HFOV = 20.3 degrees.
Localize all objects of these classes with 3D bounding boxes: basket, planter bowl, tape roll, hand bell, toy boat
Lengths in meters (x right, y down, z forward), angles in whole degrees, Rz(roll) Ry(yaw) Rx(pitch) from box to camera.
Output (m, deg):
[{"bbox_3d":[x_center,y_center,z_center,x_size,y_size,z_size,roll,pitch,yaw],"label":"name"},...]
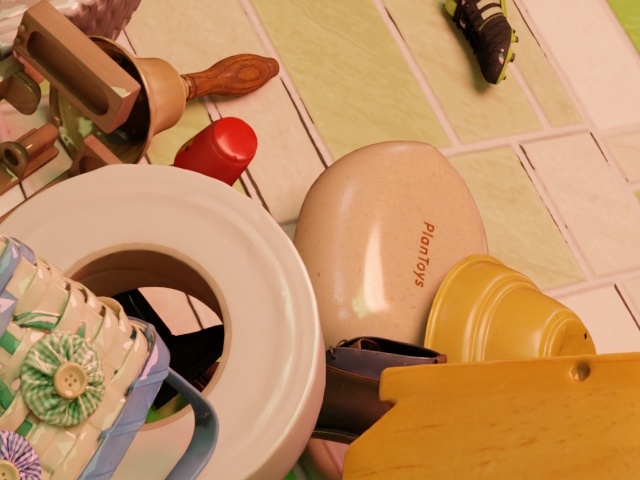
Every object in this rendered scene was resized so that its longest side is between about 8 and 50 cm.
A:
[{"bbox_3d":[-0.206,0.145,1.162,0.254,0.201,0.289,-59,137,-22],"label":"basket"},{"bbox_3d":[0.181,0.118,1.551,0.217,0.090,0.217,8,81,-55],"label":"planter bowl"},{"bbox_3d":[-0.139,0.088,1.382,0.286,0.100,0.286,-1,70,2],"label":"tape roll"},{"bbox_3d":[-0.123,-0.144,1.667,0.242,0.126,0.126,-20,68,-50],"label":"hand bell"},{"bbox_3d":[0.000,0.000,1.599,0.318,0.148,0.267,29,54,-16],"label":"toy boat"}]

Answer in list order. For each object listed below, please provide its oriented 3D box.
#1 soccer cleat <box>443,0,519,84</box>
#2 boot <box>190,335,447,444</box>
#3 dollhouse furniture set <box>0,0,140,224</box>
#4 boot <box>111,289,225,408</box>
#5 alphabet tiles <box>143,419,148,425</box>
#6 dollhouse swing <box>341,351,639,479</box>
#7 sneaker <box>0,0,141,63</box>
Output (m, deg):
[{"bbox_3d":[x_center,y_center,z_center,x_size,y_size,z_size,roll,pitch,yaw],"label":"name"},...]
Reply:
[{"bbox_3d":[0.167,-0.232,1.896,0.072,0.060,0.179,9,47,-10],"label":"soccer cleat"},{"bbox_3d":[0.002,0.114,1.490,0.219,0.106,0.082,18,14,13],"label":"boot"},{"bbox_3d":[-0.242,-0.085,1.511,0.144,0.151,0.123,42,49,8],"label":"dollhouse furniture set"},{"bbox_3d":[-0.133,0.075,1.477,0.099,0.121,0.045,51,37,1],"label":"boot"},{"bbox_3d":[-0.245,0.184,1.413,0.198,0.009,0.237,38,49,2],"label":"alphabet tiles"},{"bbox_3d":[0.211,0.300,1.358,0.305,0.315,0.346,43,48,-54],"label":"dollhouse swing"},{"bbox_3d":[-0.270,-0.214,1.620,0.115,0.105,0.281,45,47,15],"label":"sneaker"}]
